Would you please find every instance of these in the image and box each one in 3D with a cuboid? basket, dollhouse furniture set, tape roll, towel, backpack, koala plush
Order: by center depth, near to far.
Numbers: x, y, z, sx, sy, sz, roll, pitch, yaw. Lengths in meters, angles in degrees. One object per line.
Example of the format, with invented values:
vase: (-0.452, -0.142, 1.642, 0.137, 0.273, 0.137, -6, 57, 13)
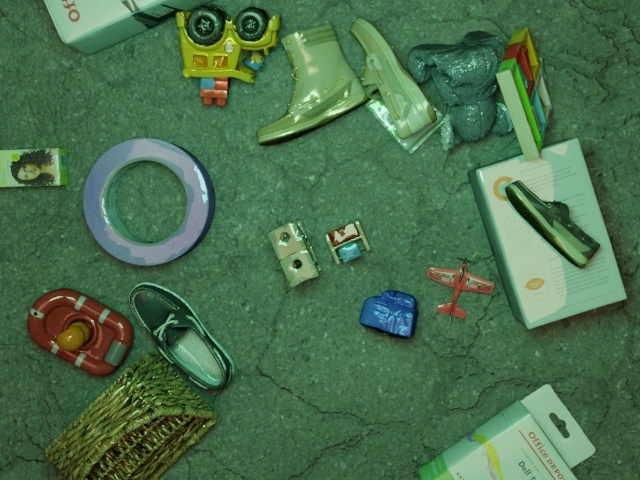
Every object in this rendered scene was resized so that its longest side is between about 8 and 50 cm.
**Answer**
koala plush: (0.310, -0.304, 1.722, 0.196, 0.203, 0.221, -16, 114, -11)
basket: (-0.405, 0.421, 1.752, 0.299, 0.213, 0.223, -43, 89, 14)
dollhouse furniture set: (0.000, 0.000, 1.771, 0.183, 0.129, 0.129, -24, 92, 5)
backpack: (0.150, 0.158, 1.793, 0.120, 0.098, 0.101, 10, 84, 15)
towel: (0.187, -0.280, 1.801, 0.113, 0.023, 0.152, -43, 90, 3)
tape roll: (-0.374, -0.085, 1.804, 0.274, 0.090, 0.275, 0, 93, 3)

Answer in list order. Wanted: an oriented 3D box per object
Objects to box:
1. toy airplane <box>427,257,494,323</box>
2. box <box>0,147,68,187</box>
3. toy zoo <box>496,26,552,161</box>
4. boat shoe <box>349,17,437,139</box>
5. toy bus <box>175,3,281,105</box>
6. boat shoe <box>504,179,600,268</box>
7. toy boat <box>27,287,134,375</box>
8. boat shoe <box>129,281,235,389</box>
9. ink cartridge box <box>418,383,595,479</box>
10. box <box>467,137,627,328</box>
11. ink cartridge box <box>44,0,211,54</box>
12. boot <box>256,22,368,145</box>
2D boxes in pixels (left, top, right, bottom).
toy airplane: (0.304, 0.111, 1.815, 0.151, 0.028, 0.151, 0, 93, 4)
box: (-0.686, -0.160, 1.830, 0.232, 0.058, 0.087, -3, 93, 3)
toy zoo: (0.424, -0.312, 1.676, 0.030, 0.293, 0.192, -12, 118, 29)
boat shoe: (0.128, -0.342, 1.720, 0.098, 0.109, 0.302, -34, 66, 8)
toy bus: (-0.193, -0.396, 1.761, 0.220, 0.149, 0.212, 0, 106, 0)
boat shoe: (0.456, -0.043, 1.610, 0.073, 0.080, 0.223, -45, 96, -1)
toy boat: (-0.534, 0.203, 1.796, 0.231, 0.151, 0.151, 28, 94, 1)
boat shoe: (-0.309, 0.209, 1.816, 0.302, 0.091, 0.114, 40, 94, 0)
ink cartridge box: (0.417, 0.498, 1.785, 0.353, 0.119, 0.207, -36, 91, 4)
box: (0.470, -0.018, 1.731, 0.215, 0.168, 0.345, -18, 93, 4)
ink cartridge box: (-0.398, -0.608, 1.737, 0.394, 0.166, 0.286, -23, 91, 3)
boot: (-0.050, -0.335, 1.768, 0.261, 0.095, 0.204, -26, 93, -3)
